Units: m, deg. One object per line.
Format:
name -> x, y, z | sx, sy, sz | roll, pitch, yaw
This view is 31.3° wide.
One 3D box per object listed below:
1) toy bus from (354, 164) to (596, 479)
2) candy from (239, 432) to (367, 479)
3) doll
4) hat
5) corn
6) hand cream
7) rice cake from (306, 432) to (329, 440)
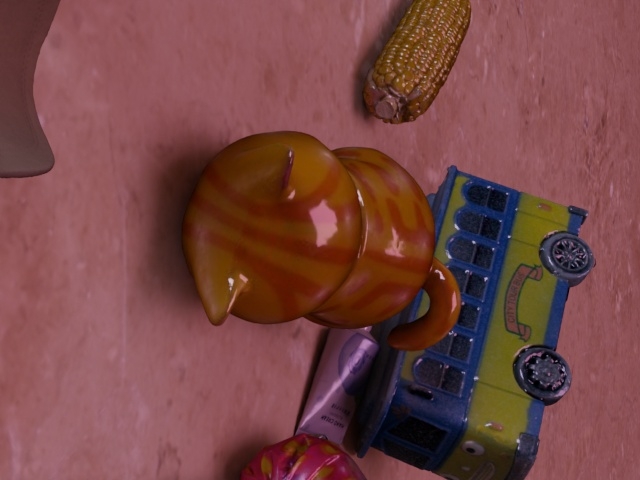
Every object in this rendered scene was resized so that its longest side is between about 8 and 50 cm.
toy bus -> 0.163, 0.097, 1.207 | 0.152, 0.190, 0.312 | 108, 1, -58
candy -> -0.085, 0.200, 0.874 | 0.365, 0.124, 0.124 | 22, 71, -53
doll -> -0.007, -0.003, 0.937 | 0.269, 0.162, 0.166 | 9, 97, -52
hat -> -0.216, -0.104, 0.644 | 0.173, 0.144, 0.166 | 169, -78, -73
corn -> 0.110, -0.205, 1.241 | 0.238, 0.080, 0.080 | -59, 140, -42
hand cream -> 0.022, 0.135, 1.117 | 0.084, 0.053, 0.142 | 37, 69, -53
rice cake -> 0.018, 0.258, 1.122 | 0.033, 0.033, 0.207 | -65, 144, -39
